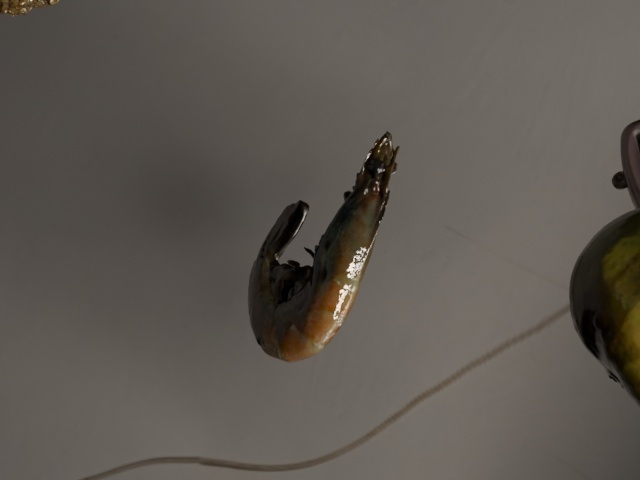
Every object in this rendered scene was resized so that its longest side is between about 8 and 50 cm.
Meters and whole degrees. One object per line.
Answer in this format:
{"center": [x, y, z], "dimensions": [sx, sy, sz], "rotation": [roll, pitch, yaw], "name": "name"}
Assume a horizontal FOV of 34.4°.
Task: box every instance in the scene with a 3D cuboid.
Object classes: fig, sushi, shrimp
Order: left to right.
{"center": [-0.321, -0.262, 1.086], "dimensions": [0.120, 0.052, 0.055], "rotation": [-1, 84, 12], "name": "sushi"}
{"center": [-0.001, 0.000, 1.025], "dimensions": [0.143, 0.052, 0.251], "rotation": [34, 95, 42], "name": "shrimp"}
{"center": [0.237, 0.052, 0.719], "dimensions": [0.120, 0.136, 0.153], "rotation": [-15, 93, 6], "name": "fig"}

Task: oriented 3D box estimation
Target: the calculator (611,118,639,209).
{"center": [0.320, -0.075, 0.835], "dimensions": [0.175, 0.032, 0.100], "rotation": [-20, 52, 25], "name": "calculator"}
